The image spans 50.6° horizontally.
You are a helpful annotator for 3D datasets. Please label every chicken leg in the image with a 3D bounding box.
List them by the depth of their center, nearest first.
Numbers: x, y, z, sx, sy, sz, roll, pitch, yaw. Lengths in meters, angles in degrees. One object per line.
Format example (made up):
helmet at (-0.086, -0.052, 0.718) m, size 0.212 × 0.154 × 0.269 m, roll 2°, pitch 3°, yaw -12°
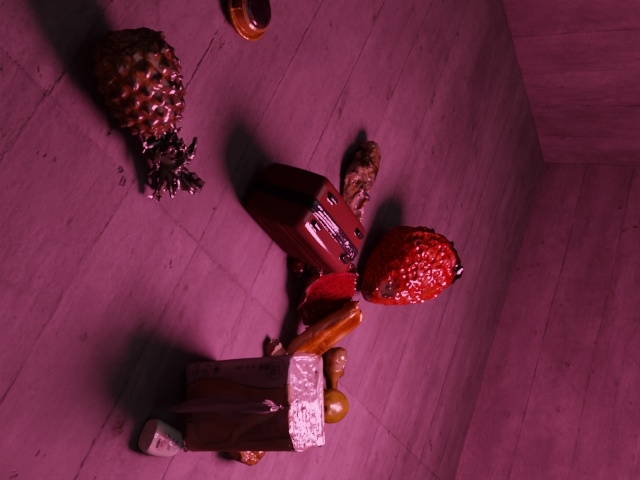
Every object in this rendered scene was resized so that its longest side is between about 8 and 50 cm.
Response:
chicken leg at (0.050, 0.413, 2.148) m, size 0.093 × 0.070 × 0.178 m, roll -31°, pitch 128°, yaw -58°

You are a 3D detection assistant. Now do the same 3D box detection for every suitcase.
suitcase at (-0.036, -0.056, 1.767) m, size 0.161 × 0.236 × 0.297 m, roll -59°, pitch 142°, yaw -15°

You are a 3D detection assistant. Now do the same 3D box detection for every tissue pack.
tissue pack at (-0.172, 0.367, 1.524) m, size 0.238 × 0.305 × 0.239 m, roll 25°, pitch 61°, yaw -55°

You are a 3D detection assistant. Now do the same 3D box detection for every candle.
candle at (0.000, 0.000, 1.990) m, size 0.302 × 0.059 × 0.084 m, roll -57°, pitch 155°, yaw -34°

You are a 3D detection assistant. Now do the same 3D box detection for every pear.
pear at (0.034, 0.514, 2.103) m, size 0.131 × 0.107 × 0.107 m, roll 5°, pitch 91°, yaw -57°

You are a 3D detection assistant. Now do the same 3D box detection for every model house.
model house at (-0.124, 0.317, 1.870) m, size 0.058 × 0.057 × 0.083 m, roll -38°, pitch 152°, yaw -16°

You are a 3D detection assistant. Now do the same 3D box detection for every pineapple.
pineapple at (-0.336, -0.237, 1.350) m, size 0.175 × 0.175 × 0.361 m, roll -50°, pitch 148°, yaw -41°

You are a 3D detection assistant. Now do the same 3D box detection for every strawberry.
strawberry at (0.286, 0.080, 2.269) m, size 0.310 × 0.291 × 0.292 m, roll 3°, pitch 93°, yaw -41°

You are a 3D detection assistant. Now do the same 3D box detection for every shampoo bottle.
shampoo bottle at (-0.347, 0.461, 1.545) m, size 0.152 × 0.045 × 0.077 m, roll 48°, pitch 55°, yaw -52°

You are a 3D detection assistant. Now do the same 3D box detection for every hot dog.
hot dog at (0.014, 0.260, 1.920) m, size 0.269 × 0.072 × 0.109 m, roll -38°, pitch 143°, yaw 6°

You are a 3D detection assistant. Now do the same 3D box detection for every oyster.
oyster at (0.136, -0.166, 2.153) m, size 0.166 × 0.094 × 0.294 m, roll -22°, pitch 121°, yaw -63°

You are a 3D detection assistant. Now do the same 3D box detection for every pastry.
pastry at (-0.186, 0.513, 1.777) m, size 0.153 × 0.081 × 0.153 m, roll -14°, pitch 109°, yaw -45°

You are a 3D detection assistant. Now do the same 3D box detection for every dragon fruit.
dragon fruit at (0.005, 0.144, 1.960) m, size 0.126 × 0.161 × 0.274 m, roll -110°, pitch -155°, yaw -50°

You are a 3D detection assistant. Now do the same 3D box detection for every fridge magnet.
fridge magnet at (-0.167, -0.552, 1.618) m, size 0.143 × 0.063 × 0.143 m, roll -8°, pitch 100°, yaw -54°
